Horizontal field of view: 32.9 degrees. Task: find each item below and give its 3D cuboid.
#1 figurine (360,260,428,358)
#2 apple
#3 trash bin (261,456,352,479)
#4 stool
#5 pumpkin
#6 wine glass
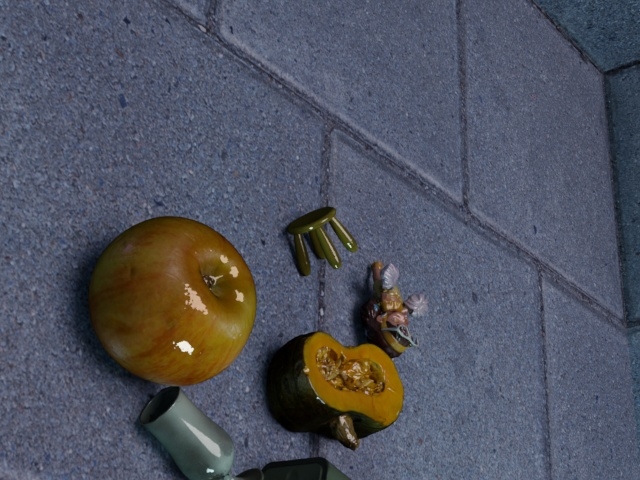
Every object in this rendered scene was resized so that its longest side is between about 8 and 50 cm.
[{"bbox_3d":[0.153,0.149,2.409,0.175,0.116,0.240,42,39,-39],"label":"figurine"},{"bbox_3d":[-0.240,0.098,1.797,0.286,0.233,0.286,26,55,-44],"label":"apple"},{"bbox_3d":[0.027,0.574,2.027,0.343,0.158,0.223,43,45,-43],"label":"trash bin"},{"bbox_3d":[0.000,0.000,2.273,0.135,0.134,0.110,-28,104,-9],"label":"stool"},{"bbox_3d":[0.029,0.309,2.152,0.317,0.139,0.222,23,55,-48],"label":"pumpkin"},{"bbox_3d":[-0.204,0.355,1.849,0.231,0.103,0.103,51,40,-22],"label":"wine glass"}]
